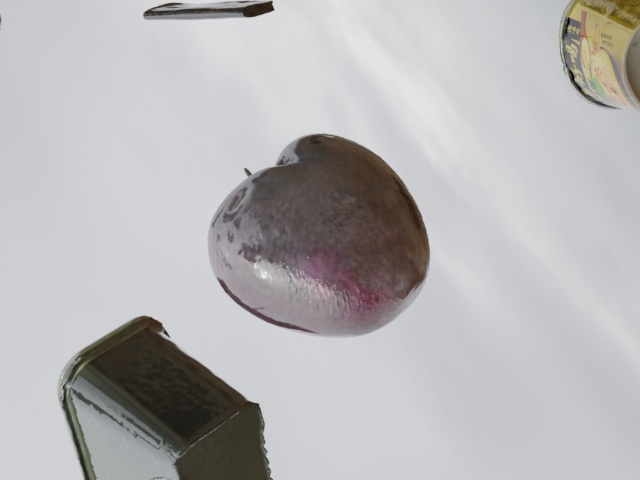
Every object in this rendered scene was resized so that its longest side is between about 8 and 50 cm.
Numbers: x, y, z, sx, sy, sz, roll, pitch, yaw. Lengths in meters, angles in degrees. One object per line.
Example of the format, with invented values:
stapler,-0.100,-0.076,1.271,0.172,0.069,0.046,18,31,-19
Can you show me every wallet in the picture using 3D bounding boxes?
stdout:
wallet,-0.135,-0.281,1.579,0.082,0.157,0.018,-29,-62,-57

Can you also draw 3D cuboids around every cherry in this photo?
cherry,0.004,-0.001,1.017,0.176,0.140,0.176,9,-129,-11

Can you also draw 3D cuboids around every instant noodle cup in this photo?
instant noodle cup,0.327,-0.190,1.279,0.151,0.151,0.122,47,-178,-25

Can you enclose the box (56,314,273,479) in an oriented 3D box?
box,-0.136,0.228,1.244,0.178,0.138,0.274,27,140,41
